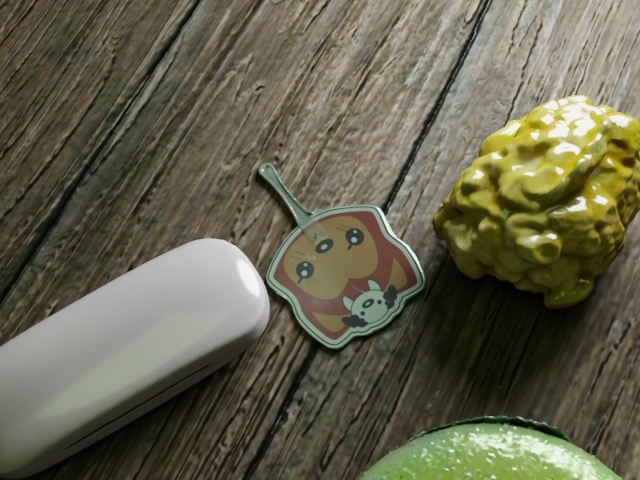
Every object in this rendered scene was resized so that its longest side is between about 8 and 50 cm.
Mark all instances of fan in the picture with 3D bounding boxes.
[{"bbox_3d":[0.000,0.000,0.945,0.132,0.009,0.220,-32,62,-9],"label":"fan"}]

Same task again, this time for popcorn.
[{"bbox_3d":[0.198,-0.034,0.858,0.194,0.140,0.163,-29,56,-4],"label":"popcorn"}]

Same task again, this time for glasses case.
[{"bbox_3d":[-0.185,0.103,0.884,0.297,0.075,0.113,-30,63,-6],"label":"glasses case"}]

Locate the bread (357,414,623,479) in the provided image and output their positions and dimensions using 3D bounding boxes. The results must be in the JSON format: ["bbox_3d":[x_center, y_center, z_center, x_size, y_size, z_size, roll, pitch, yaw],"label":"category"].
[{"bbox_3d":[0.136,0.276,0.756,0.302,0.045,0.301,-3,62,6],"label":"bread"}]
